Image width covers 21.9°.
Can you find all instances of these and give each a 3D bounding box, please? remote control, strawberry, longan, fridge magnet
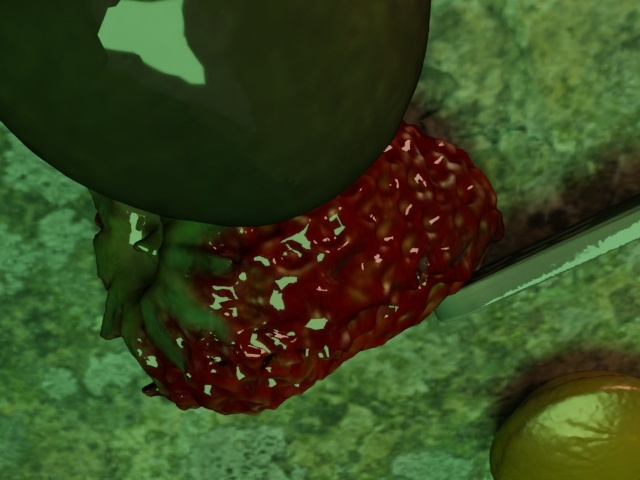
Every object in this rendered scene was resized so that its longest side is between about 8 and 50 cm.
[{"bbox_3d":[0.179,-0.007,1.028,0.245,0.077,0.022,-26,94,17],"label":"remote control"},{"bbox_3d":[0.000,0.000,0.963,0.244,0.205,0.205,0,133,-34],"label":"strawberry"},{"bbox_3d":[-0.058,-0.123,0.773,0.215,0.246,0.246,-38,124,6],"label":"longan"},{"bbox_3d":[0.188,0.143,1.158,0.143,0.063,0.143,-3,131,-3],"label":"fridge magnet"}]
